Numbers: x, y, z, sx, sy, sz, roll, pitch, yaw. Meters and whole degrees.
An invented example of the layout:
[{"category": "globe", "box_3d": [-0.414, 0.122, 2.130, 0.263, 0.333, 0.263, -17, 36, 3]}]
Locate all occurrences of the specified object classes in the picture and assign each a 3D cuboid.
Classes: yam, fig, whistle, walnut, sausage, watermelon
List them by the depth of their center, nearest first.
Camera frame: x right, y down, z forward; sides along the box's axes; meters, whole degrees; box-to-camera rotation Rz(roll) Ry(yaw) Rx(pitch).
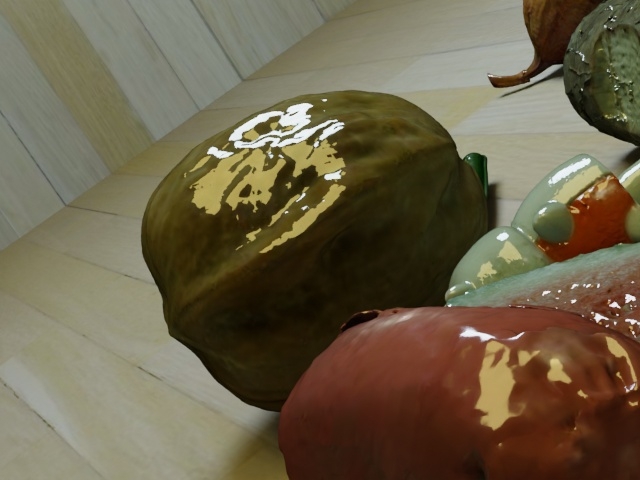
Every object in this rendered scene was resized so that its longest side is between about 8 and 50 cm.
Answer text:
[{"category": "sausage", "box_3d": [0.077, 0.107, 0.789, 0.152, 0.152, 0.279, -40, 15, -25]}, {"category": "watermelon", "box_3d": [0.187, 0.070, 0.848, 0.154, 0.094, 0.241, -25, 14, -8]}, {"category": "whistle", "box_3d": [0.179, 0.004, 1.010, 0.253, 0.106, 0.102, -38, -8, -2]}, {"category": "walnut", "box_3d": [0.000, 0.000, 1.157, 0.283, 0.227, 0.283, -32, 2, 2]}, {"category": "yam", "box_3d": [0.290, -0.137, 1.166, 0.154, 0.154, 0.254, -33, 10, 0]}, {"category": "fig", "box_3d": [0.262, -0.231, 1.634, 0.201, 0.134, 0.146, -56, -20, 21]}]

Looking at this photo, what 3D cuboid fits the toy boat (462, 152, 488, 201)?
[{"category": "toy boat", "box_3d": [0.108, -0.028, 1.367, 0.104, 0.052, 0.210, -26, 15, 17]}]
